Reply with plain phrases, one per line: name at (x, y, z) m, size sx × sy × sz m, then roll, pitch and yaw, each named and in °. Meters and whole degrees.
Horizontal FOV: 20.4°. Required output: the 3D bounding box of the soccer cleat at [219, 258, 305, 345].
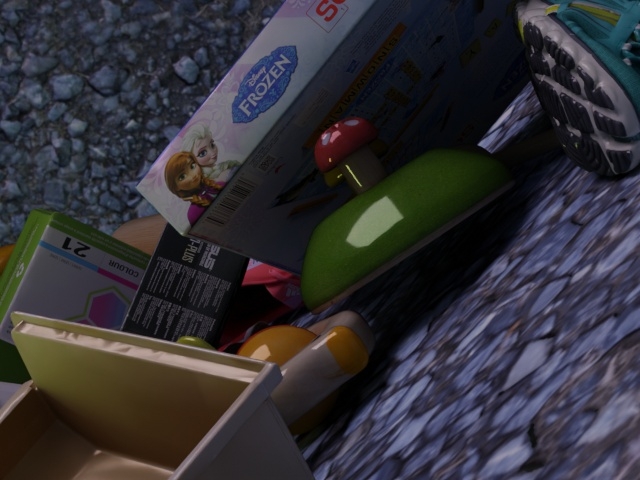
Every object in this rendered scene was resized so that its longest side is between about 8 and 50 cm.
soccer cleat at (0.000, 0.000, 1.692) m, size 0.318 × 0.109 × 0.116 m, roll -35°, pitch 32°, yaw 43°

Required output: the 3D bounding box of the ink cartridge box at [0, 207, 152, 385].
ink cartridge box at (-0.237, 0.122, 1.712) m, size 0.255 × 0.189 × 0.097 m, roll -66°, pitch 20°, yaw -6°

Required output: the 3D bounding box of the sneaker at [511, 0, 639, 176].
sneaker at (0.200, -0.130, 1.229) m, size 0.110 × 0.107 × 0.275 m, roll -19°, pitch 21°, yaw 7°

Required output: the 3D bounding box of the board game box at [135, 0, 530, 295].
board game box at (0.042, -0.115, 1.431) m, size 0.318 × 0.066 × 0.318 m, roll -50°, pitch -25°, yaw 8°

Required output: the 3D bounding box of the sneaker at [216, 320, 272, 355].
sneaker at (-0.084, 0.119, 1.640) m, size 0.067 × 0.042 × 0.118 m, roll -37°, pitch 2°, yaw 25°

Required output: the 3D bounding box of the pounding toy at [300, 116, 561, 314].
pounding toy at (0.060, -0.050, 1.337) m, size 0.237 × 0.110 × 0.183 m, roll -33°, pitch -1°, yaw -31°

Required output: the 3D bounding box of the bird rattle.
bird rattle at (-0.046, 0.125, 1.280) m, size 0.207 × 0.143 × 0.253 m, roll -33°, pitch -6°, yaw 0°

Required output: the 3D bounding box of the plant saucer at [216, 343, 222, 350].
plant saucer at (-0.168, 0.122, 2.081) m, size 0.259 × 0.048 × 0.258 m, roll -46°, pitch 7°, yaw -5°

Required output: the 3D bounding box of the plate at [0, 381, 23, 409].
plate at (-0.258, 0.169, 1.545) m, size 0.277 × 0.278 × 0.045 m, roll -107°, pitch 24°, yaw -81°

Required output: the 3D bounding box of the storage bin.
storage bin at (-0.169, 0.183, 1.034) m, size 0.260 × 0.123 × 0.262 m, roll 8°, pitch 47°, yaw 42°

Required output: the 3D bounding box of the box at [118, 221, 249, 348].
box at (-0.117, 0.052, 1.552) m, size 0.147 × 0.078 × 0.180 m, roll 111°, pitch 180°, yaw -58°

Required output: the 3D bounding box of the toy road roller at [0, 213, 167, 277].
toy road roller at (-0.251, 0.061, 1.884) m, size 0.202 × 0.240 × 0.329 m, roll -10°, pitch 40°, yaw 52°
